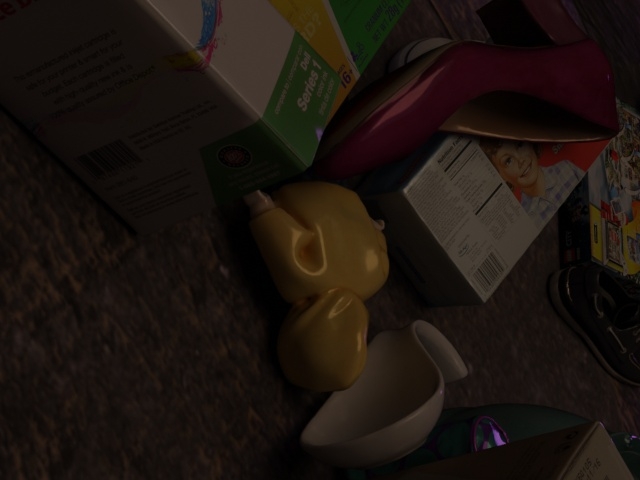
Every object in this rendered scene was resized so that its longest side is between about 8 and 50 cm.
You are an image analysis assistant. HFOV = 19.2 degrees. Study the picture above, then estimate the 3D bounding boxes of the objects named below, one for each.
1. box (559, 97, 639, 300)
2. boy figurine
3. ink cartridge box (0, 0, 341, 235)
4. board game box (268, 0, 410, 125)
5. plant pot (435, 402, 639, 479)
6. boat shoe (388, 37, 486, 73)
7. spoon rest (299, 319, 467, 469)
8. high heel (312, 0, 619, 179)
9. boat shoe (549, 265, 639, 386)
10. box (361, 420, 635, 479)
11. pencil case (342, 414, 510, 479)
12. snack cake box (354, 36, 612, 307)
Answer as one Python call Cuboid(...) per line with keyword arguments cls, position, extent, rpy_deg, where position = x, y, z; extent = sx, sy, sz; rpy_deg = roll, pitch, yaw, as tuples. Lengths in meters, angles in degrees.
Cuboid(cls="box", position=(0.338, -0.053, 2.187), extent=(0.159, 0.044, 0.233), rpy_deg=(25, 57, -42))
Cuboid(cls="boy figurine", position=(0.000, 0.000, 1.731), extent=(0.177, 0.092, 0.285), rpy_deg=(5, 72, -49))
Cuboid(cls="ink cartridge box", position=(-0.153, -0.154, 1.524), extent=(0.278, 0.201, 0.117), rpy_deg=(45, 45, -28))
Cuboid(cls="board game box", position=(-0.041, -0.281, 1.619), extent=(0.242, 0.064, 0.316), rpy_deg=(-57, 131, -25))
Cuboid(cls="plant pot", position=(0.226, 0.285, 1.796), extent=(0.293, 0.196, 0.293), rpy_deg=(22, 59, -44))
Cuboid(cls="boat shoe", position=(0.164, -0.184, 2.011), extent=(0.226, 0.076, 0.083), rpy_deg=(-10, 82, -51))
Cuboid(cls="spoon rest", position=(0.064, 0.135, 1.716), extent=(0.084, 0.137, 0.276), rpy_deg=(68, 20, -6))
Cuboid(cls="high heel", position=(0.150, -0.104, 1.753), extent=(0.377, 0.127, 0.181), rpy_deg=(-36, 99, -35))
Cuboid(cls="boat shoe", position=(0.337, 0.096, 2.108), extent=(0.206, 0.065, 0.075), rpy_deg=(42, 47, -32))
Cuboid(cls="box", position=(0.118, 0.268, 1.582), extent=(0.148, 0.311, 0.121), rpy_deg=(60, 40, -14))
Cuboid(cls="pencil case", position=(0.096, 0.203, 1.710), extent=(0.064, 0.152, 0.070), rpy_deg=(64, 31, -11))
Cuboid(cls="snack cake box", position=(0.167, -0.076, 1.904), extent=(0.264, 0.089, 0.152), rpy_deg=(-49, 113, -28))
